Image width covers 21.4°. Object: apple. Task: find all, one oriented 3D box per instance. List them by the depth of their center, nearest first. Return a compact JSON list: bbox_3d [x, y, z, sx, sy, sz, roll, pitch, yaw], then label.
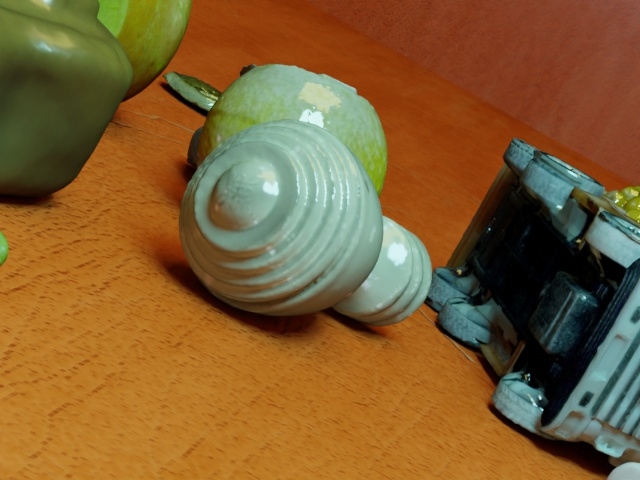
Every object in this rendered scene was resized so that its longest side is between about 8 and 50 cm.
[{"bbox_3d":[-0.167,-0.174,1.155,0.163,0.147,0.146,26,10,-7],"label":"apple"}]

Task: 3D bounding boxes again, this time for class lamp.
[{"bbox_3d":[0.000,0.000,0.928,0.106,0.106,0.193,36,4,32],"label":"lamp"}]

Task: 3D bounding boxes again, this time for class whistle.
[{"bbox_3d":[-0.036,-0.045,1.081,0.123,0.122,0.223,24,-10,-22],"label":"whistle"}]

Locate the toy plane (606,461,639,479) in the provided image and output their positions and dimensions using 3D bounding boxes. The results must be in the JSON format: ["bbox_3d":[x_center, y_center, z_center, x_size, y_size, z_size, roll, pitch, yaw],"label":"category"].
[{"bbox_3d":[0.225,0.159,0.704,0.245,0.117,0.244,29,12,-7],"label":"toy plane"}]

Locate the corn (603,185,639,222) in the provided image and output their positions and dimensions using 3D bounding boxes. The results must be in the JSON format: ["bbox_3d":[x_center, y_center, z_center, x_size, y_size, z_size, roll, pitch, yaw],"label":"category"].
[{"bbox_3d":[0.343,0.091,1.269,0.387,0.144,0.144,36,12,18],"label":"corn"}]

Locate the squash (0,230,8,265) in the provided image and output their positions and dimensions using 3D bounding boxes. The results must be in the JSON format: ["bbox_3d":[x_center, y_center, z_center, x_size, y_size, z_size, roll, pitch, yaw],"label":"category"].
[{"bbox_3d":[-0.174,-0.012,0.723,0.089,0.027,0.027,26,11,-7],"label":"squash"}]

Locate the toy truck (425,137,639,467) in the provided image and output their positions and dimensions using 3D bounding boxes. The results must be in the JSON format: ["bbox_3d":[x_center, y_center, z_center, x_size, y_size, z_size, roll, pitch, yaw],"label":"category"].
[{"bbox_3d":[0.194,0.054,1.059,0.184,0.133,0.338,26,11,-15],"label":"toy truck"}]

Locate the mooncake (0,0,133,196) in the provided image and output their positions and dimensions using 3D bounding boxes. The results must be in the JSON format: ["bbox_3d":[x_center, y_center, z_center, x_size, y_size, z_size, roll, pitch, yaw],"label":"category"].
[{"bbox_3d":[-0.220,-0.118,0.860,0.235,0.117,0.235,28,14,-8],"label":"mooncake"}]

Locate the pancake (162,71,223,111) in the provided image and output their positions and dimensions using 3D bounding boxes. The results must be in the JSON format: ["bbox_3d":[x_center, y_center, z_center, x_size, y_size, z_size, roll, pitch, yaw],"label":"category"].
[{"bbox_3d":[-0.087,-0.117,1.441,0.108,0.017,0.108,26,7,-4],"label":"pancake"}]
